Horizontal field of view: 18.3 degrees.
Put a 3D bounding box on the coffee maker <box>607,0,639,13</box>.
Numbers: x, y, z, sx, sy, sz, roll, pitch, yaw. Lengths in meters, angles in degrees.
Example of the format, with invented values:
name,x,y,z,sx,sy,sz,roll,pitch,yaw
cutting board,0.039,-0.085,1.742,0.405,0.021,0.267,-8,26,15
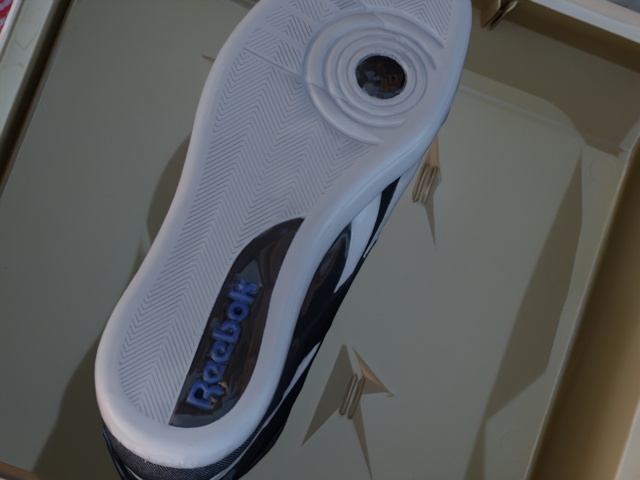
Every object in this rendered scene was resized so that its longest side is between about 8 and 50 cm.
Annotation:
name,x,y,z,sx,sy,sz,roll,pitch,yaw
coffee maker,0.207,-0.053,1.169,0.120,0.178,0.171,-15,141,-41

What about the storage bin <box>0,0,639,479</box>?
name,x,y,z,sx,sy,sz,roll,pitch,yaw
storage bin,0.000,0.000,0.731,0.262,0.123,0.260,21,79,-6

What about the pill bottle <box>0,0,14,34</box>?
name,x,y,z,sx,sy,sz,roll,pitch,yaw
pill bottle,-0.221,-0.182,1.015,0.229,0.229,0.408,-14,154,1

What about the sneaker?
name,x,y,z,sx,sy,sz,roll,pitch,yaw
sneaker,-0.020,-0.001,0.719,0.079,0.217,0.121,28,156,5
